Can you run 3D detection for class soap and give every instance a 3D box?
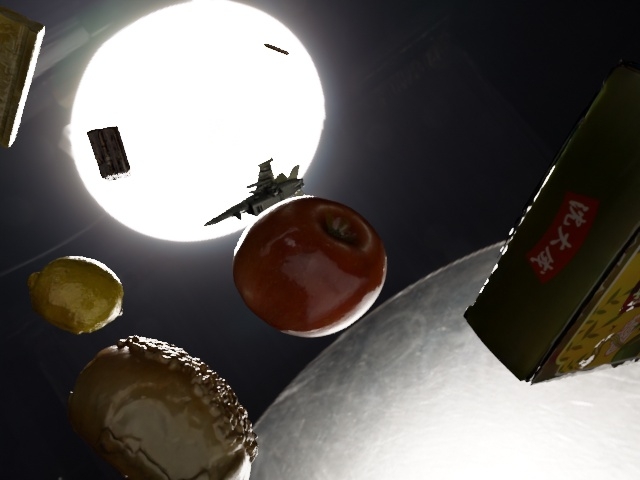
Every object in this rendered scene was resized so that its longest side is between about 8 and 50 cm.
[{"bbox_3d":[-0.565,-0.282,0.869,0.252,0.092,0.037,-51,28,31],"label":"soap"}]

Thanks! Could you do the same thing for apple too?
[{"bbox_3d":[-0.009,0.026,0.538,0.163,0.163,0.139,-29,-12,-47],"label":"apple"}]

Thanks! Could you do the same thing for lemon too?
[{"bbox_3d":[-0.751,0.165,1.530,0.234,0.288,0.234,-56,21,34],"label":"lemon"}]

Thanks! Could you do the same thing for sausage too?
[{"bbox_3d":[-0.125,-0.541,1.402,0.015,0.100,0.015,-43,-29,-32],"label":"sausage"}]

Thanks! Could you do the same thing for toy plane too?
[{"bbox_3d":[-0.149,-0.085,1.174,0.262,0.088,0.192,-33,-48,-22],"label":"toy plane"}]

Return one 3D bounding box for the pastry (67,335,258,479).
[{"bbox_3d":[-0.304,0.367,0.997,0.245,0.409,0.409,-48,0,-32],"label":"pastry"}]

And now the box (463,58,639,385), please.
[{"bbox_3d":[0.450,-0.003,0.657,0.420,0.138,0.373,1,-54,-29],"label":"box"}]

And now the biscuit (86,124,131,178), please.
[{"bbox_3d":[-0.524,-0.210,1.248,0.073,0.107,0.388,-17,11,-19],"label":"biscuit"}]
